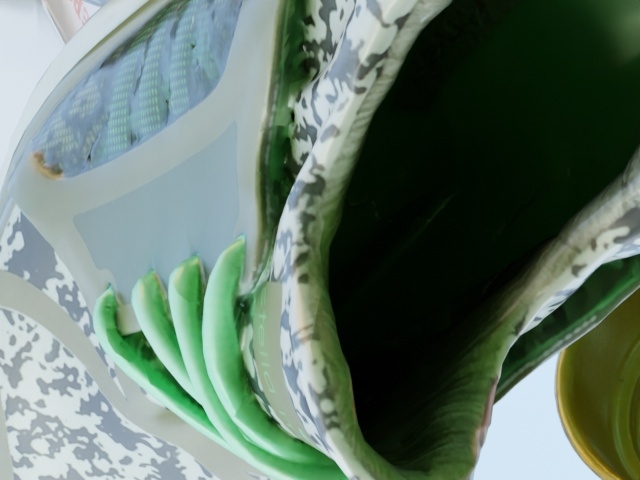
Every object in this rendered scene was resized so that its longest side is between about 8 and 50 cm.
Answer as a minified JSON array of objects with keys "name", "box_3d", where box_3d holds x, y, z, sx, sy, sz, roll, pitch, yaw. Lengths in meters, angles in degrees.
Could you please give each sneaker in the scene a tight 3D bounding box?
[{"name":"sneaker","box_3d":[0.000,0.000,0.472,0.158,0.410,0.182,30,-139,-8]}]

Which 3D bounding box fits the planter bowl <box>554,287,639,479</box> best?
[{"name":"planter bowl","box_3d":[0.218,0.069,0.843,0.090,0.217,0.217,63,-142,-34]}]

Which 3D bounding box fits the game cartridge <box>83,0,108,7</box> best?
[{"name":"game cartridge","box_3d":[-0.095,-0.187,0.604,0.198,0.297,0.062,24,-122,-1]}]

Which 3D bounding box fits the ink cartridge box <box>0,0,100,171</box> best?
[{"name":"ink cartridge box","box_3d":[-0.208,-0.189,1.095,0.197,0.198,0.270,-3,-117,10]}]
